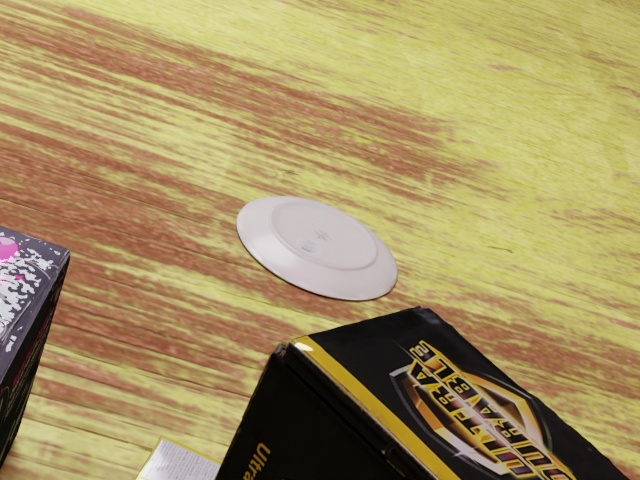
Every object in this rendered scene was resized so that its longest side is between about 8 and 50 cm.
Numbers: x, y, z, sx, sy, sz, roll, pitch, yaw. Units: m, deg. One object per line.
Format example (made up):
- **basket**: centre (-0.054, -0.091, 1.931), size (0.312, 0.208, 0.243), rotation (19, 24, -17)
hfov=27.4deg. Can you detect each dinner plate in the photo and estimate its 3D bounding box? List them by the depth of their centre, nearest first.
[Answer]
- **dinner plate**: centre (0.000, 0.000, 1.073), size (0.141, 0.017, 0.141), rotation (16, 31, -10)

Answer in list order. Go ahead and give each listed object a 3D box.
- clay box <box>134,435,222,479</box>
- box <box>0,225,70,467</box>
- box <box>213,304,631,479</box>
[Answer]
- **clay box**: centre (-0.012, 0.200, 0.695), size (0.222, 0.053, 0.127), rotation (26, 30, 1)
- **box**: centre (-0.276, 0.052, 0.662), size (0.247, 0.142, 0.163), rotation (21, 30, -5)
- **box**: centre (0.037, 0.222, 0.420), size (0.079, 0.322, 0.257), rotation (-10, 43, -46)
